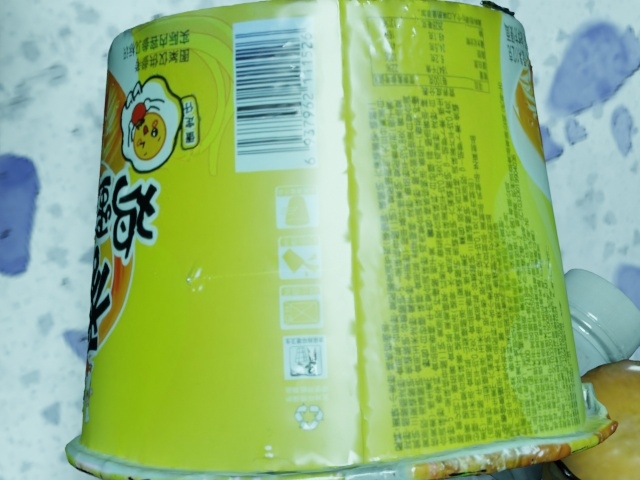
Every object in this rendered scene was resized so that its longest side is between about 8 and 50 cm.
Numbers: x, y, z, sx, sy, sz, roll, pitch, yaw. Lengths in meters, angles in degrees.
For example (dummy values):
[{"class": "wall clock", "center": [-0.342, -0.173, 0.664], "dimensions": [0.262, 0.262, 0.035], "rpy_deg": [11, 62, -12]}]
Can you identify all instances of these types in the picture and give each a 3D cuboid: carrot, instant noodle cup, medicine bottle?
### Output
[{"class": "carrot", "center": [0.172, 0.180, 0.716], "dimensions": [0.102, 0.102, 0.263], "rpy_deg": [-30, 144, -21]}, {"class": "instant noodle cup", "center": [0.000, 0.000, 0.573], "dimensions": [0.264, 0.264, 0.200], "rpy_deg": [-3, 89, -26]}, {"class": "medicine bottle", "center": [0.140, 0.085, 0.735], "dimensions": [0.130, 0.080, 0.080], "rpy_deg": [-45, 113, -16]}]
